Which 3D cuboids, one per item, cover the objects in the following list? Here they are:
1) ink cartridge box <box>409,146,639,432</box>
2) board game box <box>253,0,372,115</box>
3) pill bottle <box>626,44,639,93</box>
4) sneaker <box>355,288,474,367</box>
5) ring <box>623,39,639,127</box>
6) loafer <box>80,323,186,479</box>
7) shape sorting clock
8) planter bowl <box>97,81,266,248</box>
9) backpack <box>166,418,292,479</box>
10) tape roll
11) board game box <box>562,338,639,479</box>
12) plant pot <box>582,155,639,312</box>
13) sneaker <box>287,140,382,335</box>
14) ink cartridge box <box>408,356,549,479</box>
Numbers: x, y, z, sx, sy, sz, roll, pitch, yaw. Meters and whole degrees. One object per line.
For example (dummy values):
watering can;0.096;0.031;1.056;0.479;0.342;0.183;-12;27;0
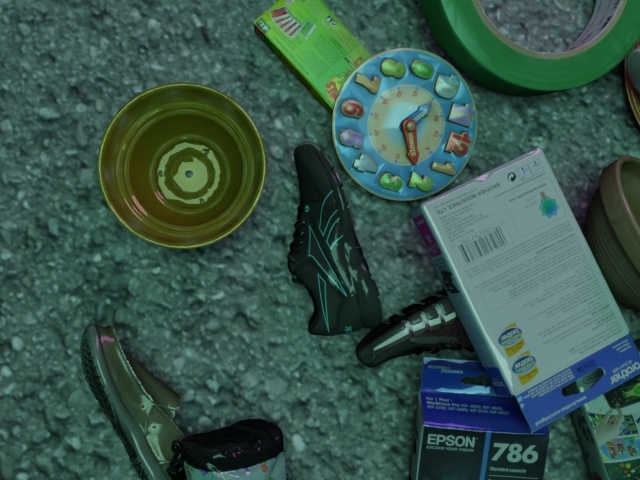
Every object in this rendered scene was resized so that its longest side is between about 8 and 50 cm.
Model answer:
ink cartridge box;0.261;0.061;1.026;0.185;0.065;0.311;-25;85;-15
board game box;0.002;-0.260;1.131;0.092;0.043;0.181;-42;89;-4
pill bottle;0.534;-0.281;1.077;0.245;0.136;0.136;-37;88;-4
sneaker;0.199;0.141;1.085;0.281;0.106;0.162;-27;91;-4
ring;0.593;-0.239;1.161;0.336;0.032;0.337;0;87;-2
loafer;-0.237;0.216;1.078;0.087;0.094;0.251;-28;97;-28
shape sorting clock;0.116;-0.156;1.106;0.206;0.040;0.206;-2;99;-14
planter bowl;-0.180;-0.094;1.089;0.217;0.090;0.217;0;86;-3
backpack;-0.108;0.334;1.038;0.152;0.115;0.182;-5;97;-34
tape roll;0.294;-0.360;1.102;0.321;0.077;0.321;-1;94;-11
board game box;0.474;0.285;1.089;0.224;0.097;0.303;-18;88;-3
plant pot;0.423;0.016;1.072;0.110;0.237;0.237;-39;88;36
sneaker;0.000;0.000;1.087;0.106;0.101;0.267;-17;87;-1
ink cartridge box;0.197;0.321;1.051;0.165;0.065;0.333;3;100;-1
